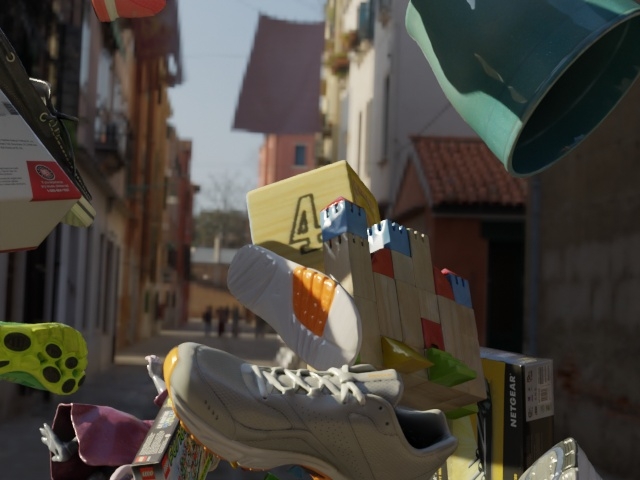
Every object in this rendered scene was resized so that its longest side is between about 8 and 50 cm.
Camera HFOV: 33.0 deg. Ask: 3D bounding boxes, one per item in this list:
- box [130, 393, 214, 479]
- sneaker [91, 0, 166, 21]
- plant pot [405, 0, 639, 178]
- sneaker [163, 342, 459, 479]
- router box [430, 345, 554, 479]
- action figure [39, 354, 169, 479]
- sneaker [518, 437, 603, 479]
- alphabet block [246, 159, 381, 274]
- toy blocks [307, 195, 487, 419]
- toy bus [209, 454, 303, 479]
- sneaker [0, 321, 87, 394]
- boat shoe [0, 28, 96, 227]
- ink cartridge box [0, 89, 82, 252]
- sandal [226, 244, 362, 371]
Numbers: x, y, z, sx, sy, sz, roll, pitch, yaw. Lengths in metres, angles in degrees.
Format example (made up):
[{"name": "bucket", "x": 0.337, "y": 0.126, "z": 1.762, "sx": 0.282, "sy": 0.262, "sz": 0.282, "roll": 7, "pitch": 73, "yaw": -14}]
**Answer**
[{"name": "box", "x": -0.181, "y": 0.276, "z": 1.352, "sx": 0.036, "sy": 0.114, "sz": 0.207, "roll": -8, "pitch": 18, "yaw": 9}, {"name": "sneaker", "x": -0.308, "y": -0.518, "z": 1.790, "sx": 0.136, "sy": 0.314, "sz": 0.116, "roll": 1, "pitch": 6, "yaw": -5}, {"name": "plant pot", "x": 0.258, "y": -0.266, "z": 1.433, "sx": 0.255, "sy": 0.272, "sz": 0.271, "roll": 46, "pitch": 15, "yaw": 22}, {"name": "sneaker", "x": -0.002, "y": 0.132, "z": 0.880, "sx": 0.262, "sy": 0.121, "sz": 0.099, "roll": 30, "pitch": 26, "yaw": -27}, {"name": "router box", "x": 0.290, "y": 0.342, "z": 1.867, "sx": 0.081, "sy": 0.309, "sz": 0.243, "roll": -5, "pitch": 5, "yaw": -34}, {"name": "action figure", "x": -0.303, "y": 0.365, "z": 1.953, "sx": 0.370, "sy": 0.248, "sz": 0.275, "roll": -5, "pitch": 13, "yaw": -41}, {"name": "sneaker", "x": 0.270, "y": 0.318, "z": 1.082, "sx": 0.111, "sy": 0.129, "sz": 0.297, "roll": -44, "pitch": 7, "yaw": 27}, {"name": "alphabet block", "x": 0.000, "y": 0.000, "z": 1.937, "sx": 0.197, "sy": 0.194, "sz": 0.192, "roll": -17, "pitch": -24, "yaw": 14}, {"name": "toy blocks", "x": 0.104, "y": 0.095, "z": 1.575, "sx": 0.190, "sy": 0.261, "sz": 0.381, "roll": -26, "pitch": -33, "yaw": 36}, {"name": "toy bus", "x": -0.120, "y": 0.353, "z": 2.004, "sx": 0.202, "sy": 0.191, "sz": 0.104, "roll": 19, "pitch": -11, "yaw": -10}, {"name": "sneaker", "x": -0.470, "y": 0.166, "z": 1.628, "sx": 0.123, "sy": 0.110, "sz": 0.295, "roll": 4, "pitch": -11, "yaw": 36}, {"name": "boat shoe", "x": -0.510, "y": -0.199, "z": 1.828, "sx": 0.186, "sy": 0.156, "sz": 0.500, "roll": 11, "pitch": -32, "yaw": 32}, {"name": "ink cartridge box", "x": -0.465, "y": -0.118, "z": 1.361, "sx": 0.114, "sy": 0.273, "sz": 0.197, "roll": -44, "pitch": -14, "yaw": 21}, {"name": "sandal", "x": -0.017, "y": 0.076, "z": 1.342, "sx": 0.076, "sy": 0.102, "sz": 0.265, "roll": 17, "pitch": 12, "yaw": -42}]
